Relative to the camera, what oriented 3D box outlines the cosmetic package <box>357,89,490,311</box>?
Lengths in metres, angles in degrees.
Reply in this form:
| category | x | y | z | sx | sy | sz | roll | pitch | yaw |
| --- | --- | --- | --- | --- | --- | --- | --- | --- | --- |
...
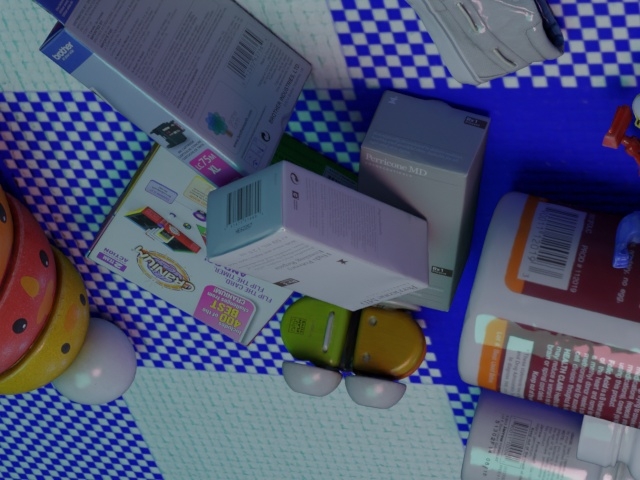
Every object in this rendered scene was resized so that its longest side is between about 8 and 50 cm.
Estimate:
| category | x | y | z | sx | sy | sz | roll | pitch | yaw |
| --- | --- | --- | --- | --- | --- | --- | --- | --- | --- |
| cosmetic package | 0.109 | -0.042 | 1.893 | 0.127 | 0.107 | 0.238 | 15 | 142 | 12 |

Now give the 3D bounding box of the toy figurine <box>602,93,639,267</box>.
| category | x | y | z | sx | sy | sz | roll | pitch | yaw |
| --- | --- | --- | --- | --- | --- | --- | --- | --- | --- |
| toy figurine | 0.420 | 0.025 | 1.661 | 0.362 | 0.217 | 0.191 | 20 | 159 | 24 |

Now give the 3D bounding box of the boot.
| category | x | y | z | sx | sy | sz | roll | pitch | yaw |
| --- | --- | --- | --- | --- | --- | --- | --- | --- | --- |
| boot | 0.147 | -0.263 | 1.657 | 0.123 | 0.095 | 0.258 | -14 | 137 | 27 |

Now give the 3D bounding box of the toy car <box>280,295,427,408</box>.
| category | x | y | z | sx | sy | sz | roll | pitch | yaw |
| --- | --- | --- | --- | --- | --- | --- | --- | --- | --- |
| toy car | 0.044 | 0.121 | 2.088 | 0.182 | 0.159 | 0.136 | 9 | 174 | 14 |

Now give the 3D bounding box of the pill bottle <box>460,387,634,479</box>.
| category | x | y | z | sx | sy | sz | roll | pitch | yaw |
| --- | --- | --- | --- | --- | --- | --- | --- | --- | --- |
| pill bottle | 0.300 | 0.270 | 2.126 | 0.229 | 0.131 | 0.131 | 14 | 139 | 9 |

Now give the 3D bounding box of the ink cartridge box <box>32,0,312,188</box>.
| category | x | y | z | sx | sy | sz | roll | pitch | yaw |
| --- | --- | --- | --- | --- | --- | --- | --- | --- | --- |
| ink cartridge box | -0.163 | -0.204 | 1.769 | 0.311 | 0.186 | 0.065 | 40 | 138 | -20 |

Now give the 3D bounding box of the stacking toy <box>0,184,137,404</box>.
| category | x | y | z | sx | sy | sz | roll | pitch | yaw |
| --- | --- | --- | --- | --- | --- | --- | --- | --- | --- |
| stacking toy | -0.413 | 0.078 | 2.167 | 0.350 | 0.350 | 0.480 | -17 | 145 | 36 |

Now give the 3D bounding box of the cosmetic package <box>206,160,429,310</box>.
| category | x | y | z | sx | sy | sz | roll | pitch | yaw |
| --- | --- | --- | --- | --- | --- | --- | --- | --- | --- |
| cosmetic package | 0.000 | 0.000 | 1.776 | 0.117 | 0.085 | 0.231 | -21 | 150 | 40 |

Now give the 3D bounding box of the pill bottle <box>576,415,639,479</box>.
| category | x | y | z | sx | sy | sz | roll | pitch | yaw |
| --- | --- | --- | --- | --- | --- | --- | --- | --- | --- |
| pill bottle | 0.453 | 0.220 | 1.982 | 0.283 | 0.161 | 0.161 | 12 | 139 | 11 |

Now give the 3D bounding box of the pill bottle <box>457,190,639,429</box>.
| category | x | y | z | sx | sy | sz | roll | pitch | yaw |
| --- | --- | --- | --- | --- | --- | --- | --- | --- | --- |
| pill bottle | 0.363 | 0.095 | 1.837 | 0.392 | 0.224 | 0.224 | 15 | 139 | 10 |

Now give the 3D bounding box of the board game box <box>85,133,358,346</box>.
| category | x | y | z | sx | sy | sz | roll | pitch | yaw |
| --- | --- | --- | --- | --- | --- | --- | --- | --- | --- |
| board game box | -0.119 | -0.022 | 2.041 | 0.242 | 0.064 | 0.316 | 30 | 139 | -10 |
